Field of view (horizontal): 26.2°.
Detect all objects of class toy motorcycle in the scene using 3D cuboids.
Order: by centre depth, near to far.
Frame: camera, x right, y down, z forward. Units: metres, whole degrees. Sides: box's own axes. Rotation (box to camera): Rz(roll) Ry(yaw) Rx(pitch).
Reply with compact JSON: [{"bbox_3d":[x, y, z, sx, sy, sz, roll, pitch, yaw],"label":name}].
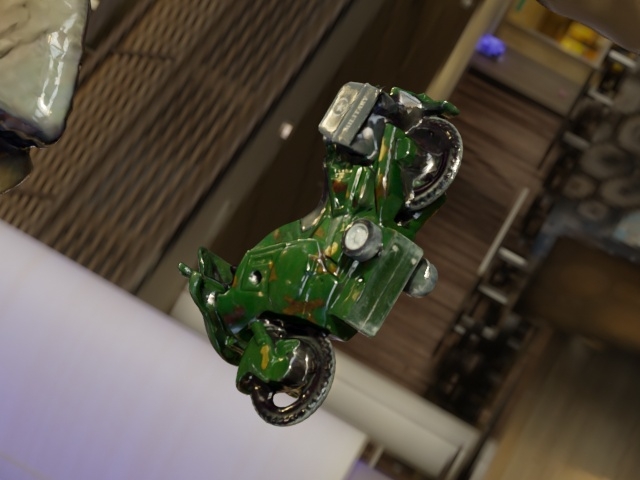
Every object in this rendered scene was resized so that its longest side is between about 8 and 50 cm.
[{"bbox_3d":[0.000,0.000,1.060,0.125,0.187,0.274,35,-94,-43],"label":"toy motorcycle"}]

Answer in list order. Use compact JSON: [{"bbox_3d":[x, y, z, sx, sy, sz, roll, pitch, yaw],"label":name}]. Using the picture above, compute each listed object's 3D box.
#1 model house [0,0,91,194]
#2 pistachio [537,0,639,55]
[{"bbox_3d":[-0.318,-0.135,0.907,0.298,0.284,0.243,-37,23,-34],"label":"model house"},{"bbox_3d":[0.091,-0.167,0.377,0.182,0.293,0.162,-21,26,12],"label":"pistachio"}]
